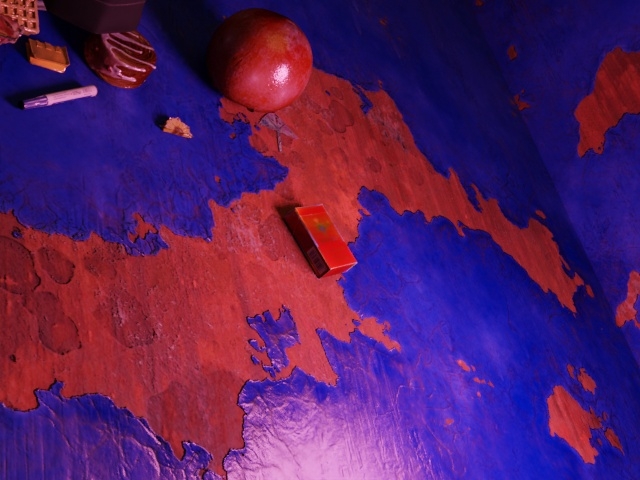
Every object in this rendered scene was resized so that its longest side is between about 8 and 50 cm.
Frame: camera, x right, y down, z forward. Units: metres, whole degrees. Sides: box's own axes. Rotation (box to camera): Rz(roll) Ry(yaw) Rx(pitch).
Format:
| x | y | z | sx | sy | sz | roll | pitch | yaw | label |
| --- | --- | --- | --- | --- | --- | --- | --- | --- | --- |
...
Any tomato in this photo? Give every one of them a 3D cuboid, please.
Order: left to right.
| x | y | z | sx | sy | sz | roll | pitch | yaw | label |
| --- | --- | --- | --- | --- | --- | --- | --- | --- | --- |
| -0.148 | -0.455 | 2.177 | 0.265 | 0.265 | 0.264 | 30 | 38 | -27 | tomato |

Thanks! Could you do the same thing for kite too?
| x | y | z | sx | sy | sz | roll | pitch | yaw | label |
| --- | --- | --- | --- | --- | --- | --- | --- | --- | --- |
| -0.107 | -0.283 | 2.270 | 0.137 | 0.005 | 0.152 | 15 | 47 | -40 | kite |

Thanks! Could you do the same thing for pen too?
| x | y | z | sx | sy | sz | roll | pitch | yaw | label |
| --- | --- | --- | --- | --- | --- | --- | --- | --- | --- |
| -0.531 | -0.290 | 1.770 | 0.025 | 0.025 | 0.204 | 52 | 34 | 4 | pen |

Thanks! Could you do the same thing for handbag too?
| x | y | z | sx | sy | sz | roll | pitch | yaw | label |
| --- | --- | --- | --- | --- | --- | --- | --- | --- | --- |
| -0.570 | -0.388 | 1.820 | 0.083 | 0.027 | 0.061 | 10 | 51 | -42 | handbag |

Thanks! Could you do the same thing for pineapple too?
| x | y | z | sx | sy | sz | roll | pitch | yaw | label |
| --- | --- | --- | --- | --- | --- | --- | --- | --- | --- |
| -0.329 | -0.259 | 1.979 | 0.083 | 0.019 | 0.045 | 8 | 57 | -46 | pineapple |

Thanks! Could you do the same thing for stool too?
| x | y | z | sx | sy | sz | roll | pitch | yaw | label |
| --- | --- | --- | --- | --- | --- | --- | --- | --- | --- |
| -0.486 | -0.556 | 1.874 | 0.232 | 0.141 | 0.232 | 19 | 35 | -14 | stool |

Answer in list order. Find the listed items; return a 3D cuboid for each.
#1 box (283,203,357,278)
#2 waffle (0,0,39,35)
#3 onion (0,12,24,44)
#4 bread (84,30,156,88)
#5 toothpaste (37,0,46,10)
| x | y | z | sx | sy | sz | roll | pitch | yaw | label |
| --- | --- | --- | --- | --- | --- | --- | --- | --- | --- |
| -0.001 | 0.000 | 2.070 | 0.112 | 0.048 | 0.175 | -10 | 65 | -51 | box |
| -0.632 | -0.501 | 1.787 | 0.102 | 0.042 | 0.147 | -3 | 91 | -50 | waffle |
| -0.723 | -0.401 | 1.545 | 0.349 | 0.159 | 0.267 | 28 | 50 | -40 | onion |
| -0.447 | -0.416 | 1.948 | 0.160 | 0.073 | 0.160 | 30 | 39 | -27 | bread |
| -0.578 | -0.535 | 1.945 | 0.268 | 0.047 | 0.069 | -15 | 79 | -51 | toothpaste |
